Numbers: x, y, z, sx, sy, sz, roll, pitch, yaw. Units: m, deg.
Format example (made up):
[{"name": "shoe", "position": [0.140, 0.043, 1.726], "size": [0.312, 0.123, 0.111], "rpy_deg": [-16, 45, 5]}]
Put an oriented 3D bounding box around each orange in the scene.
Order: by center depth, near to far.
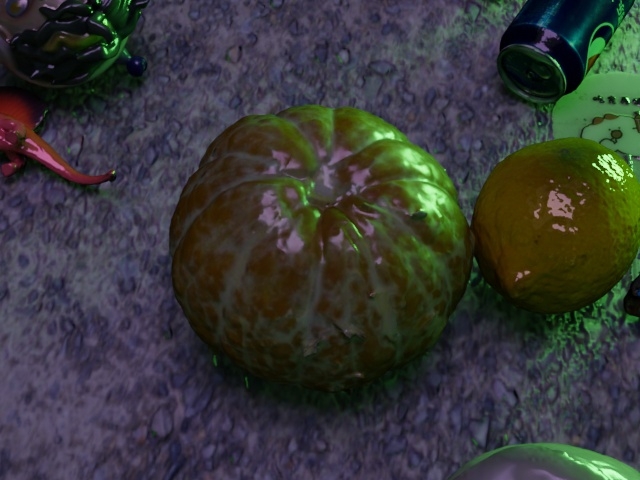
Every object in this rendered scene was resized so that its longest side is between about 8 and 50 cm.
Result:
[{"name": "orange", "position": [0.000, 0.000, 1.527], "size": [0.329, 0.249, 0.329], "rpy_deg": [3, 61, -5]}]

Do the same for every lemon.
[{"name": "lemon", "position": [0.262, -0.019, 1.573], "size": [0.188, 0.188, 0.257], "rpy_deg": [25, 42, 16]}]

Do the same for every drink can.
[{"name": "drink can", "position": [0.308, -0.272, 1.791], "size": [0.118, 0.118, 0.205], "rpy_deg": [28, 61, 18]}]

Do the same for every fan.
[{"name": "fan", "position": [0.375, -0.084, 1.726], "size": [0.190, 0.009, 0.329], "rpy_deg": [5, 55, 3]}]

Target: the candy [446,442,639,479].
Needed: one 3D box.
[{"name": "candy", "position": [0.209, 0.330, 1.341], "size": [0.295, 0.185, 0.296], "rpy_deg": [-4, 68, 9]}]

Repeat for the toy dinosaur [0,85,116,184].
[{"name": "toy dinosaur", "position": [-0.363, -0.139, 1.747], "size": [0.286, 0.070, 0.139], "rpy_deg": [14, 35, 7]}]

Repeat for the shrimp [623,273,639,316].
[{"name": "shrimp", "position": [0.545, -0.011, 1.626], "size": [0.445, 0.110, 0.221], "rpy_deg": [-21, 53, -18]}]

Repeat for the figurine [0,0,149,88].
[{"name": "figurine", "position": [-0.391, -0.318, 1.773], "size": [0.381, 0.186, 0.261], "rpy_deg": [25, 89, 13]}]
